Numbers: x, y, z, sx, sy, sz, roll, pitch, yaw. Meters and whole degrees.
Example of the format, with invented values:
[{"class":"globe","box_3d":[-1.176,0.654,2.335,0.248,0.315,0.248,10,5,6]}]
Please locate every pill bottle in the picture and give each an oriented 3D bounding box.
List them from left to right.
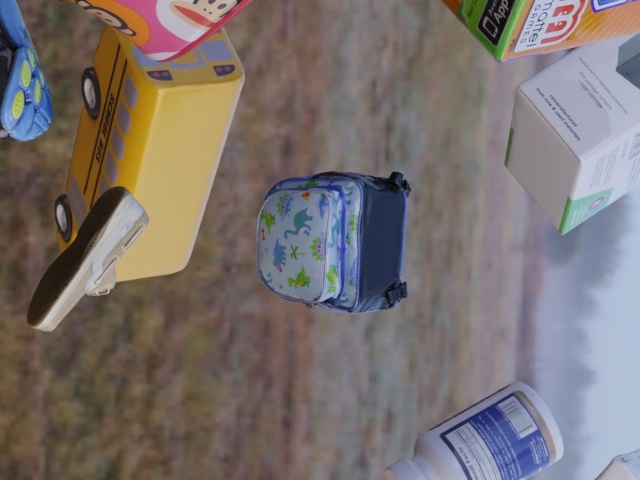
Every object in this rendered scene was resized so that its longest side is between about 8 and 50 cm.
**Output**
[{"class":"pill bottle","box_3d":[0.110,0.158,1.183,0.067,0.120,0.067,56,-16,24]}]

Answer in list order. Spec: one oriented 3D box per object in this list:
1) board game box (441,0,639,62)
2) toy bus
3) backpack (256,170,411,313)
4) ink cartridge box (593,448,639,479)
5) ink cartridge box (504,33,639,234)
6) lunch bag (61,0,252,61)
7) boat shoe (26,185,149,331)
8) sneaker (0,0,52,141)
[{"class":"board game box","box_3d":[0.227,-0.413,1.291,0.356,0.356,0.356,52,-39,30]},{"class":"toy bus","box_3d":[-0.171,-0.074,1.576,0.130,0.108,0.333,62,-33,33]},{"class":"backpack","box_3d":[0.000,0.000,1.201,0.114,0.084,0.105,4,-87,51]},{"class":"ink cartridge box","box_3d":[0.152,0.263,0.842,0.273,0.198,0.115,-51,156,25]},{"class":"ink cartridge box","box_3d":[0.365,-0.161,1.864,0.121,0.289,0.211,53,-12,20]},{"class":"lunch bag","box_3d":[-0.054,-0.277,0.975,0.120,0.258,0.293,30,42,-34]},{"class":"boat shoe","box_3d":[-0.184,0.022,1.315,0.135,0.045,0.050,-56,-147,-12]},{"class":"sneaker","box_3d":[-0.261,-0.133,1.285,0.188,0.078,0.067,-117,-174,-46]}]
